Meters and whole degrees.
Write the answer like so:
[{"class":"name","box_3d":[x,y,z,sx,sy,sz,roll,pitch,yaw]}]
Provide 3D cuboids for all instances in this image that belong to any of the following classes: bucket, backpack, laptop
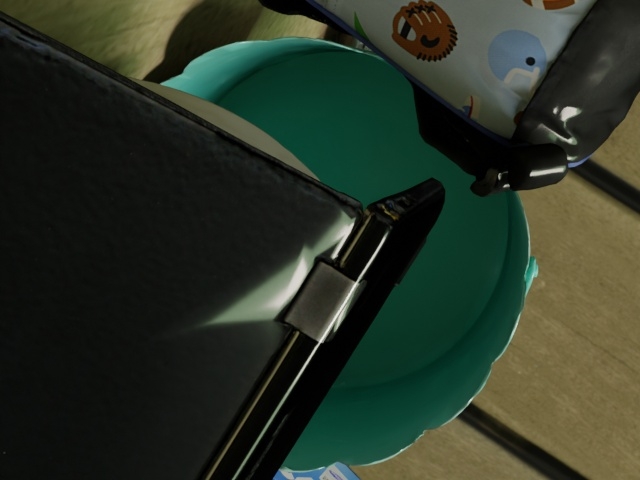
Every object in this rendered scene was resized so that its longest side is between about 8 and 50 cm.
[{"class":"bucket","box_3d":[0.000,0.000,1.254,0.281,0.281,0.183,-58,176,11]},{"class":"backpack","box_3d":[0.064,-0.184,0.938,0.213,0.263,0.276,-67,171,27]},{"class":"laptop","box_3d":[-0.156,0.087,0.873,0.382,0.236,0.408,-57,175,9]}]

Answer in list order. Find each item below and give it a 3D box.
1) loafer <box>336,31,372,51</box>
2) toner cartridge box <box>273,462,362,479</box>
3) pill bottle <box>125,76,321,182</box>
[{"class":"loafer","box_3d":[0.042,-0.159,1.568,0.096,0.084,0.267,-13,143,-29]},{"class":"toner cartridge box","box_3d":[-0.109,0.265,1.630,0.348,0.165,0.075,-43,-178,39]},{"class":"pill bottle","box_3d":[-0.131,0.083,1.098,0.318,0.176,0.176,-60,170,23]}]
